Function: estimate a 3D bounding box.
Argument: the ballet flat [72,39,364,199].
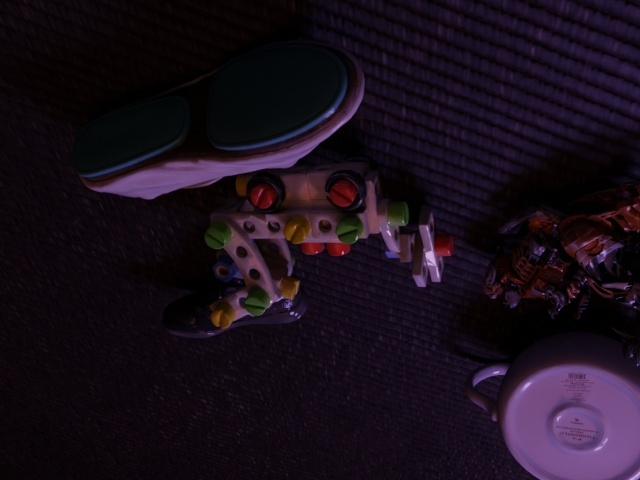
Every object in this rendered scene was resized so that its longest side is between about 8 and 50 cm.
[{"bbox_3d":[-0.104,-0.124,0.938,0.400,0.139,0.139,-11,138,31],"label":"ballet flat"}]

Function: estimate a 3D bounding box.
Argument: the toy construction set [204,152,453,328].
[{"bbox_3d":[0.000,0.000,1.030,0.327,0.151,0.215,-7,115,8],"label":"toy construction set"}]

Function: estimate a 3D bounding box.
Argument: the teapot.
[{"bbox_3d":[0.385,0.234,1.228,0.256,0.187,0.252,41,118,2],"label":"teapot"}]

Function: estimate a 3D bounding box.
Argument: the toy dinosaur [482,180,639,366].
[{"bbox_3d":[0.342,0.020,0.995,0.218,0.164,0.322,40,157,-11],"label":"toy dinosaur"}]

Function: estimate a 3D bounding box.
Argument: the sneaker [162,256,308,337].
[{"bbox_3d":[-0.144,0.074,1.213,0.227,0.087,0.130,-9,136,18],"label":"sneaker"}]
